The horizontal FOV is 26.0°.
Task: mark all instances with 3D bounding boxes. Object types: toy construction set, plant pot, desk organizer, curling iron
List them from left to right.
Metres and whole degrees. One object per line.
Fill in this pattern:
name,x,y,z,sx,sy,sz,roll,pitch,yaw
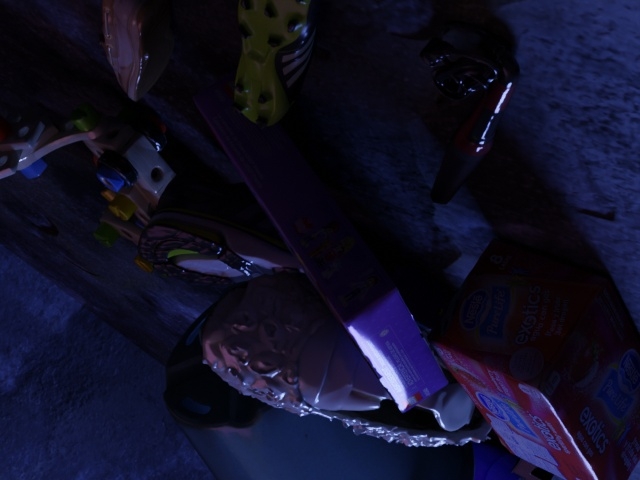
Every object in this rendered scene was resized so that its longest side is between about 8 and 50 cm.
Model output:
toy construction set,-0.245,-0.073,1.644,0.215,0.151,0.327,19,170,45
plant pot,-0.018,0.245,1.835,0.341,0.341,0.334,16,150,48
curling iron,0.107,-0.087,1.053,0.068,0.035,0.274,35,165,13
desk organizer,0.288,0.285,1.803,0.050,0.047,0.130,29,164,10

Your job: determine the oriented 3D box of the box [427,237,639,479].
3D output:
box,0.221,0.125,1.300,0.128,0.123,0.257,22,161,38

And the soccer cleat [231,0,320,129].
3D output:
soccer cleat,-0.029,-0.162,1.065,0.060,0.072,0.179,32,143,10

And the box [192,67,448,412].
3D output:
box,0.000,0.000,1.273,0.293,0.057,0.201,55,178,34

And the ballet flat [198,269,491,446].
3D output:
ballet flat,0.056,0.134,1.437,0.147,0.147,0.409,20,177,42

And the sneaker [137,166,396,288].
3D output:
sneaker,-0.042,-0.002,1.508,0.299,0.121,0.111,19,145,-15

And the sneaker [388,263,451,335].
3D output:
sneaker,0.122,0.079,1.501,0.144,0.053,0.059,40,166,-19

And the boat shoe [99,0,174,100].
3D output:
boat shoe,-0.174,-0.190,1.280,0.059,0.063,0.170,35,156,6

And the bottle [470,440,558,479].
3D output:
bottle,0.237,0.343,1.996,0.118,0.092,0.283,36,165,-24

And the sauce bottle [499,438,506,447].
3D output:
sauce bottle,0.247,0.231,1.733,0.042,0.042,0.128,30,165,13
